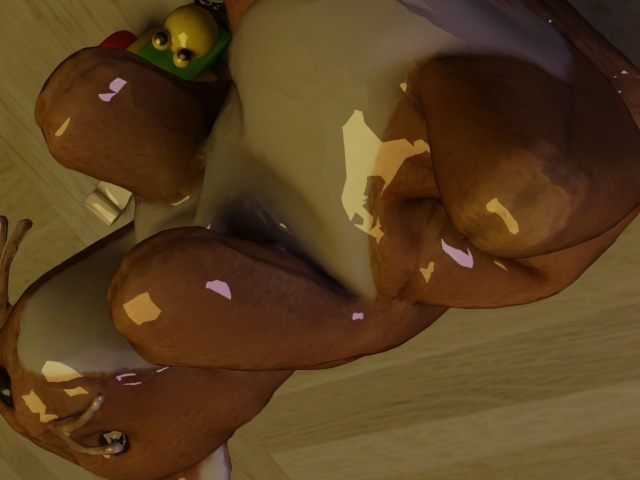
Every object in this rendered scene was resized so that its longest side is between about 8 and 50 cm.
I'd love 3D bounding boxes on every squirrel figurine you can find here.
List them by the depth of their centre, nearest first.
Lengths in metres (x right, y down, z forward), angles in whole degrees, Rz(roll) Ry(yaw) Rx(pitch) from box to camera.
[{"bbox_3d":[0.000,0.000,0.641,0.281,0.397,0.370,49,118,20],"label":"squirrel figurine"}]

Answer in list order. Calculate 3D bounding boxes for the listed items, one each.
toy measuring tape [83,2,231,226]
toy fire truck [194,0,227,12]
[{"bbox_3d":[-0.168,-0.081,0.906,0.121,0.121,0.330,40,140,-2],"label":"toy measuring tape"},{"bbox_3d":[-0.103,-0.285,0.658,0.217,0.158,0.246,20,125,21],"label":"toy fire truck"}]
